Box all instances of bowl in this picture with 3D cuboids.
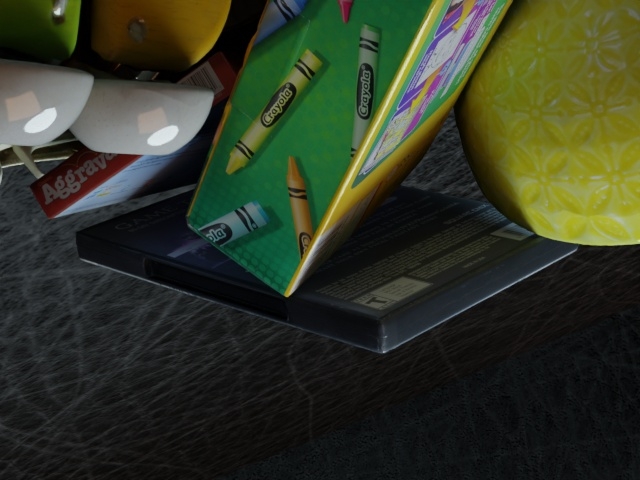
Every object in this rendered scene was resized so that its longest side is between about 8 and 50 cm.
[{"bbox_3d":[0.193,-0.154,0.824,0.289,0.289,0.156,-28,127,10],"label":"bowl"}]

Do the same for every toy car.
[{"bbox_3d":[-0.131,-0.123,0.615,0.136,0.159,0.182,9,-174,35],"label":"toy car"}]

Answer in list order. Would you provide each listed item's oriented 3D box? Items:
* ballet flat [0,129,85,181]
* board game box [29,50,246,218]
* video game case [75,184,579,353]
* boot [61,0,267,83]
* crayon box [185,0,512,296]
[{"bbox_3d":[-0.193,-0.058,0.838,0.168,0.052,0.057,-17,162,-24],"label":"ballet flat"},{"bbox_3d":[-0.062,-0.076,0.882,0.145,0.027,0.281,-31,178,19],"label":"board game box"},{"bbox_3d":[0.000,0.000,0.887,0.274,0.026,0.196,13,-154,42],"label":"video game case"},{"bbox_3d":[-0.060,-0.140,0.778,0.198,0.077,0.137,-30,176,20],"label":"boot"},{"bbox_3d":[0.036,-0.115,0.732,0.165,0.081,0.278,-45,167,-43],"label":"crayon box"}]
